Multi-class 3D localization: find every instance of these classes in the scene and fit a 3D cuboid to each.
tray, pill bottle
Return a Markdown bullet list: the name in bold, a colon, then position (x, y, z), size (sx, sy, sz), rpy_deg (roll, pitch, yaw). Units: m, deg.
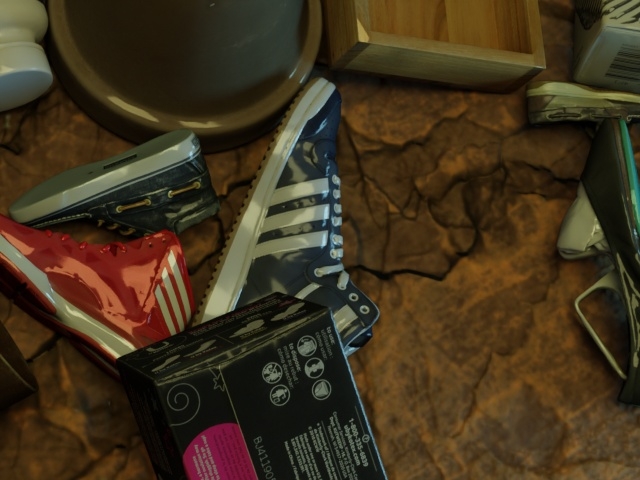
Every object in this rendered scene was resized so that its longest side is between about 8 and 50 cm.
- **tray**: position (0.095, -0.354, 1.718), size (0.203, 0.076, 0.411), rpy_deg (5, 68, -25)
- **pill bottle**: position (-0.311, -0.217, 1.591), size (0.112, 0.112, 0.186), rpy_deg (-17, 74, -16)

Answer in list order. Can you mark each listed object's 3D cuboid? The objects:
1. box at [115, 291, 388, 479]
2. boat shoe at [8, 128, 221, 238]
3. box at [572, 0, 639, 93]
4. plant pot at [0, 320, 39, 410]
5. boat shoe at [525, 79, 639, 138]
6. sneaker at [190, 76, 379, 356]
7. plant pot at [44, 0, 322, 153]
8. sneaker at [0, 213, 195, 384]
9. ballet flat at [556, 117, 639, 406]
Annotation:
- **box**: position (-0.044, 0.187, 1.443), size (0.163, 0.142, 0.247), rpy_deg (-22, 102, -18)
- **boat shoe**: position (-0.184, -0.030, 1.577), size (0.183, 0.065, 0.083), rpy_deg (-20, 111, 3)
- **box**: position (0.309, -0.289, 1.724), size (0.094, 0.113, 0.275), rpy_deg (9, 62, -6)
- **plant pot**: position (-0.387, 0.103, 1.433), size (0.230, 0.215, 0.215), rpy_deg (-36, 80, -5)
- **boat shoe**: position (0.271, -0.122, 1.706), size (0.152, 0.056, 0.049), rpy_deg (7, 86, -9)
- **sneaker**: position (0.000, 0.000, 1.580), size (0.153, 0.099, 0.282), rpy_deg (22, 75, 3)
- **plant pot**: position (-0.114, -0.239, 1.576), size (0.263, 0.229, 0.263), rpy_deg (3, 69, -9)
- **sneaker**: position (-0.206, 0.018, 1.547), size (0.221, 0.087, 0.128), rpy_deg (43, 69, -8)
- **ballet flat**: position (0.276, 0.023, 1.632), size (0.096, 0.095, 0.280), rpy_deg (-16, 75, 8)
